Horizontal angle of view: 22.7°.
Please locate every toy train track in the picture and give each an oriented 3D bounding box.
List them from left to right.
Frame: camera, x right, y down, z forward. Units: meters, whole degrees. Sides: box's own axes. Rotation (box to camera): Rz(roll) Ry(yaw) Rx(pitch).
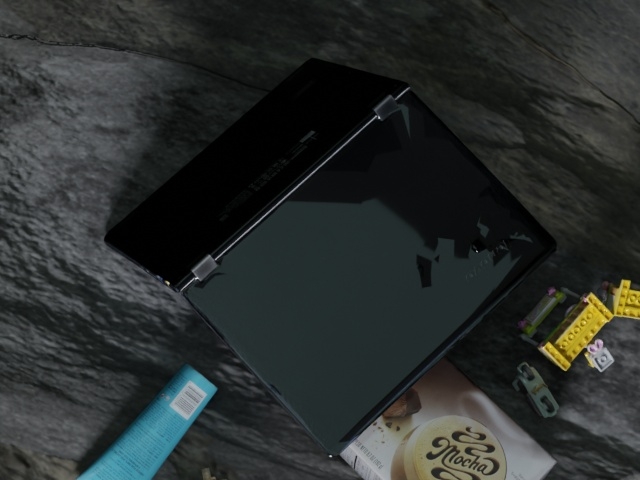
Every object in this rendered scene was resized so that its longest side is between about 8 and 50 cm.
[{"bbox_3d":[-0.156,0.309,1.980,0.083,0.014,0.048,-12,73,-4],"label":"toy train track"}]

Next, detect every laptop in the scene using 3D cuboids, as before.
[{"bbox_3d":[0.000,0.000,1.997,0.382,0.408,0.236,-41,118,-13],"label":"laptop"}]

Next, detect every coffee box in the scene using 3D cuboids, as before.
[{"bbox_3d":[0.119,0.233,1.951,0.168,0.119,0.297,-43,77,-13],"label":"coffee box"}]

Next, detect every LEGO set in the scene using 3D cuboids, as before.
[{"bbox_3d":[0.357,0.101,2.026,0.287,0.107,0.132,-27,109,-13],"label":"LEGO set"}]

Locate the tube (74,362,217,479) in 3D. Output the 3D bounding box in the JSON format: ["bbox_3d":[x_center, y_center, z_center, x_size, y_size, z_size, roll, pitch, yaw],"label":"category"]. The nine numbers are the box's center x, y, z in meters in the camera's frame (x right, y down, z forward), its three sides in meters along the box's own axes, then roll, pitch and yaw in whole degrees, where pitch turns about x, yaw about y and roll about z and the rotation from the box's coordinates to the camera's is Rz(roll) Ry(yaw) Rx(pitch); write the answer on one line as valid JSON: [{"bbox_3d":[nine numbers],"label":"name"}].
[{"bbox_3d":[-0.212,0.248,1.985,0.080,0.052,0.207,37,81,16],"label":"tube"}]
